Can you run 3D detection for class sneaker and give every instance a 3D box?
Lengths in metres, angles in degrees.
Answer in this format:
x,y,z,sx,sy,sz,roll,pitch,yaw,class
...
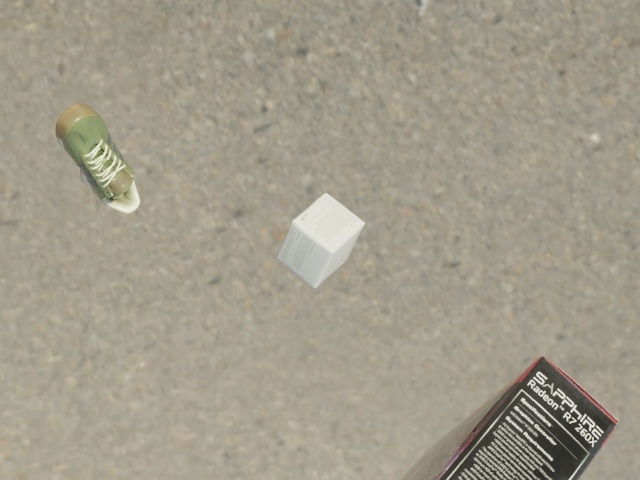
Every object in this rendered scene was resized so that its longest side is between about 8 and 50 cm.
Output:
x,y,z,sx,sy,sz,roll,pitch,yaw,class
-0.272,-0.097,1.591,0.064,0.086,0.192,-43,161,-15,sneaker

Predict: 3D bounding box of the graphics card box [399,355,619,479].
x,y,z,sx,sy,sz,roll,pitch,yaw,class
0.063,0.271,0.994,0.371,0.094,0.233,-44,175,-35,graphics card box

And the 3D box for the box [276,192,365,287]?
x,y,z,sx,sy,sz,roll,pitch,yaw,class
0.000,0.000,2.040,0.102,0.087,0.101,-40,164,-40,box
